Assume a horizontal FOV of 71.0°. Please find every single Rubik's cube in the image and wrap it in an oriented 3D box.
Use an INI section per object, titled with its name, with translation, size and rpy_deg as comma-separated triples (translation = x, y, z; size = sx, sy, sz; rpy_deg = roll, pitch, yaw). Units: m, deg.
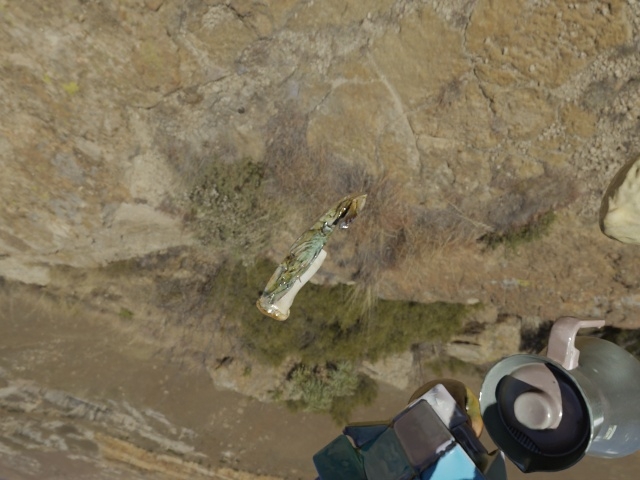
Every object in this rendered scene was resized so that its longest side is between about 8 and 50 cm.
[Rubik's cube]
translation = 0.201, 0.511, 0.930
size = 0.358, 0.387, 0.368
rpy_deg = 54, 180, 20

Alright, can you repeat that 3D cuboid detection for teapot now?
[teapot]
translation = 0.500, 0.299, 0.895
size = 0.344, 0.300, 0.253
rpy_deg = 10, -177, -42

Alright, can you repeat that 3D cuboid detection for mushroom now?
[mushroom]
translation = -0.064, 0.098, 1.079
size = 0.084, 0.209, 0.071
rpy_deg = 38, 180, 18

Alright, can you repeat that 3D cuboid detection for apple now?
[apple]
translation = 0.324, 0.463, 1.185
size = 0.174, 0.188, 0.188
rpy_deg = -27, 128, 34

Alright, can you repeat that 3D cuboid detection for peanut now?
[peanut]
translation = 0.456, -0.090, 0.538
size = 0.124, 0.123, 0.256
rpy_deg = 33, 112, -23

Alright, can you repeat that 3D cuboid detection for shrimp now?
[shrimp]
translation = 0.000, 0.000, 0.854
size = 0.058, 0.296, 0.169
rpy_deg = 44, 140, -12
